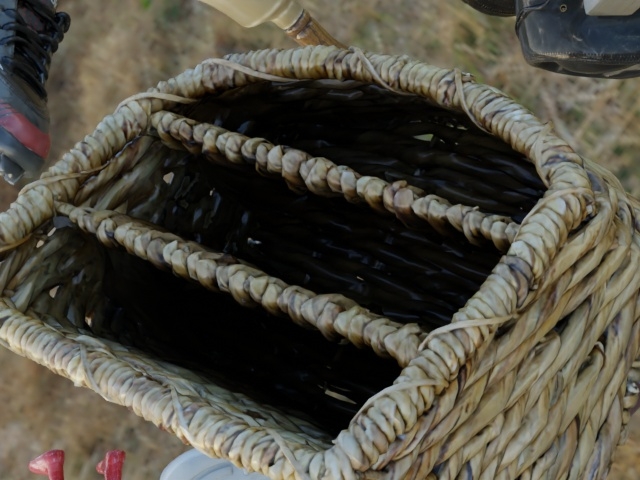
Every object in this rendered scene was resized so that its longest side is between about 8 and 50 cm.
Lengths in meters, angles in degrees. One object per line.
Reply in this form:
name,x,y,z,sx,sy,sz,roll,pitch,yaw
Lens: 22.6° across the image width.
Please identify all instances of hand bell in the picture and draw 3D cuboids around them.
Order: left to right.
hand bell,-0.013,-0.181,1.361,0.126,0.242,0.126,-40,25,23

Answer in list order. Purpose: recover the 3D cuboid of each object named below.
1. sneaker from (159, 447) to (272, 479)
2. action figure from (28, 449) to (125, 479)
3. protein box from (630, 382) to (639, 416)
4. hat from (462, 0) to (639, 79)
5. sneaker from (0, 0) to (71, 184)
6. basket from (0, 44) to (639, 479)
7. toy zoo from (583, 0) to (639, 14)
sneaker,-0.006,0.184,1.237,0.095,0.235,0.090,174,99,-83
action figure,-0.194,0.321,1.275,0.139,0.092,0.280,-45,47,53
protein box,0.173,0.102,1.549,0.136,0.201,0.200,-47,31,4
hat,0.309,-0.242,1.713,0.331,0.331,0.133,-14,75,42
sneaker,-0.262,-0.155,1.295,0.135,0.097,0.276,-40,43,5
basket,0.000,0.000,0.802,0.299,0.223,0.213,21,89,42
toy zoo,0.166,-0.288,0.824,0.192,0.030,0.293,132,134,-69
